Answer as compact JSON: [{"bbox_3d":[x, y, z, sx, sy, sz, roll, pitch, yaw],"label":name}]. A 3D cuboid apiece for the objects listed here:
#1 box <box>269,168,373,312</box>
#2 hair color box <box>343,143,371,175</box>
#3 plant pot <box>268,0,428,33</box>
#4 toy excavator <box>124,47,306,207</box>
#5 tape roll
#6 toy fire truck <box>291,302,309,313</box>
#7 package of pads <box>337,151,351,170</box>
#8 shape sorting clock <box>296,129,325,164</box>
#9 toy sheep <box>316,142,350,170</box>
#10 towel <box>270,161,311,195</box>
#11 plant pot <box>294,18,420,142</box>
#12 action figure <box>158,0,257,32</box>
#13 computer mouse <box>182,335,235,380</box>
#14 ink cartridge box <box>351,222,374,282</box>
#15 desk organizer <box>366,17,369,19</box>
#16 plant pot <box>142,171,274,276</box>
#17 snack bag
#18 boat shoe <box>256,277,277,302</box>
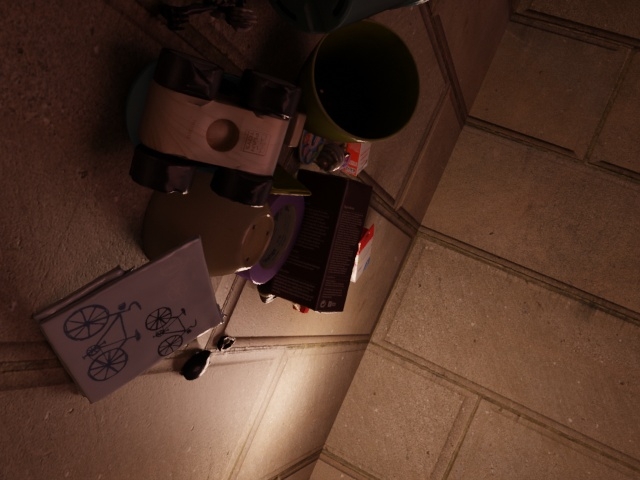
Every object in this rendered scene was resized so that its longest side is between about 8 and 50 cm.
[{"bbox_3d":[0.000,0.000,1.928,0.143,0.191,0.381,8,97,-51],"label":"box"},{"bbox_3d":[0.129,-0.313,2.238,0.093,0.053,0.167,-46,151,-48],"label":"hair color box"},{"bbox_3d":[0.066,-0.597,1.367,0.334,0.341,0.341,-41,150,-36],"label":"plant pot"},{"bbox_3d":[-0.173,-0.241,1.306,0.433,0.445,0.222,9,109,-28],"label":"toy excavator"},{"bbox_3d":[-0.148,-0.026,1.778,0.275,0.090,0.275,-53,157,-35],"label":"tape roll"},{"bbox_3d":[-0.066,0.178,2.300,0.135,0.047,0.192,-64,160,-3],"label":"toy fire truck"},{"bbox_3d":[0.066,-0.259,2.166,0.083,0.032,0.050,-30,141,-60],"label":"package of pads"},{"bbox_3d":[-0.010,-0.311,1.889,0.206,0.040,0.206,-53,157,-34],"label":"shape sorting clock"},{"bbox_3d":[0.036,-0.252,2.009,0.132,0.091,0.091,-31,142,-39],"label":"toy sheep"},{"bbox_3d":[-0.111,-0.152,1.494,0.102,0.237,0.021,-1,115,-27],"label":"towel"},{"bbox_3d":[0.045,-0.348,1.607,0.274,0.275,0.293,-61,-160,-15],"label":"plant pot"},{"bbox_3d":[-0.161,-0.450,1.174,0.276,0.141,0.164,-43,149,-43],"label":"action figure"},{"bbox_3d":[-0.299,0.325,1.859,0.242,0.041,0.071,-32,141,-59],"label":"computer mouse"},{"bbox_3d":[0.143,0.037,2.646,0.134,0.078,0.231,-51,156,-40],"label":"ink cartridge box"},{"bbox_3d":[0.102,-0.639,1.796,0.050,0.047,0.130,-62,161,-5],"label":"desk organizer"},{"bbox_3d":[-0.214,-0.035,1.437,0.284,0.191,0.284,-52,156,-34],"label":"plant pot"},{"bbox_3d":[-0.358,0.154,1.335,0.342,0.037,0.323,-32,146,-21],"label":"snack bag"},{"bbox_3d":[-0.116,0.106,2.047,0.223,0.080,0.073,-46,159,-36],"label":"boat shoe"}]
